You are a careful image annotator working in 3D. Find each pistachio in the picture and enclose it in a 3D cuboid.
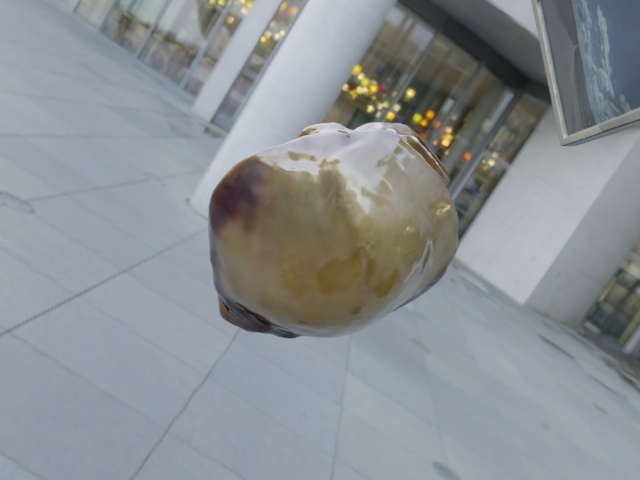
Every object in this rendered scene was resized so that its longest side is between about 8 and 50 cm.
[{"bbox_3d":[0.000,0.000,0.548,0.165,0.210,0.130,29,38,-16],"label":"pistachio"}]

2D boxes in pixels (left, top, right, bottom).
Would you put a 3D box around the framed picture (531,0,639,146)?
[{"bbox_3d":[0.278,-0.200,0.791,0.023,0.189,0.260,-11,0,-7],"label":"framed picture"}]
